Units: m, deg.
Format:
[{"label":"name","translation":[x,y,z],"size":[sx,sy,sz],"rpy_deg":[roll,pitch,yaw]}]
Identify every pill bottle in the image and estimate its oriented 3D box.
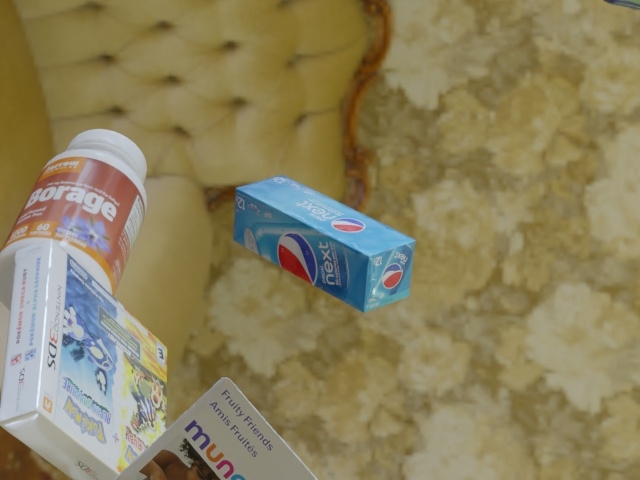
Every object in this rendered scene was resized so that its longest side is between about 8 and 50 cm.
[{"label":"pill bottle","translation":[-0.250,-0.017,1.369],"size":[0.216,0.121,0.121],"rpy_deg":[-78,160,-48]}]

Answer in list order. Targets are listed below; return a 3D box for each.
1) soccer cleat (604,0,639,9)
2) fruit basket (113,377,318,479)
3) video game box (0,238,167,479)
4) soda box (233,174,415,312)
[{"label":"soccer cleat","translation":[0.305,-0.379,1.363],"size":[0.121,0.093,0.289],"rpy_deg":[-13,85,-24]},{"label":"fruit basket","translation":[-0.082,0.333,1.071],"size":[0.327,0.353,0.165],"rpy_deg":[50,35,6]},{"label":"video game box","translation":[-0.209,0.128,1.201],"size":[0.205,0.048,0.187],"rpy_deg":[51,28,-46]},{"label":"soda box","translation":[0.000,0.000,1.396],"size":[0.071,0.210,0.067],"rpy_deg":[-18,123,-40]}]
